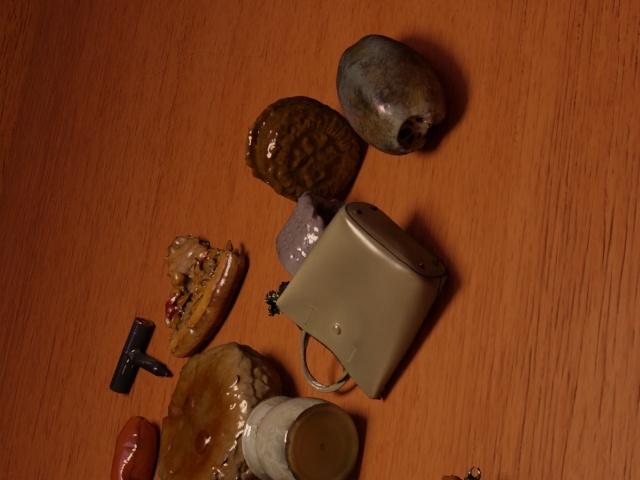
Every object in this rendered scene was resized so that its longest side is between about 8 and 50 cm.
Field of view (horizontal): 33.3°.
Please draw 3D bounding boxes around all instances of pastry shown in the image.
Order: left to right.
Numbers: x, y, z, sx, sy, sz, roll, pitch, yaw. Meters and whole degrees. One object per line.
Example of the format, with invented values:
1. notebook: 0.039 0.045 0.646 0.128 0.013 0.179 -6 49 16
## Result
1. pastry: -0.167 0.337 1.883 0.330 0.136 0.329 -31 50 45
2. pastry: -0.029 -0.156 1.860 0.103 0.189 0.188 36 105 57

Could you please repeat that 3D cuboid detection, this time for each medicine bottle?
1. medicine bottle: -0.033 0.319 1.688 0.143 0.147 0.147 -6 71 58

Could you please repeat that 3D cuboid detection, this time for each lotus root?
1. lotus root: 0.096 -0.262 1.772 0.158 0.140 0.322 -58 34 22

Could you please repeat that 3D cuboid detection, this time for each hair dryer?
1. hair dryer: -0.381 0.282 2.310 0.195 0.050 0.173 36 109 52

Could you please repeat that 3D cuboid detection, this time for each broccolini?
1. broccolini: -0.017 0.125 1.842 0.201 0.074 0.058 22 130 46

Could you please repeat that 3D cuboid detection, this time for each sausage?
1. sausage: -0.382 0.451 2.194 0.089 0.089 0.179 -22 53 50

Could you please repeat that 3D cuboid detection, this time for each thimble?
1. thimble: 0.002 0.002 1.798 0.118 0.127 0.151 -55 36 22

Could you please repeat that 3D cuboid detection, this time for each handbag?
1. handbag: 0.042 0.114 1.669 0.241 0.109 0.315 43 114 24

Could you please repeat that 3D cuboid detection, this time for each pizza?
1. pizza: -0.240 0.068 2.174 0.251 0.074 0.287 -39 47 36

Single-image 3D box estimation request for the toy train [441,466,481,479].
1. toy train: 0.163 0.399 1.385 0.089 0.127 0.219 6 82 56
